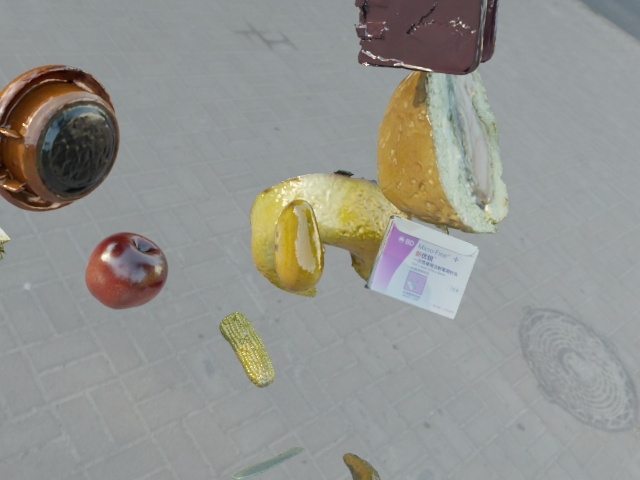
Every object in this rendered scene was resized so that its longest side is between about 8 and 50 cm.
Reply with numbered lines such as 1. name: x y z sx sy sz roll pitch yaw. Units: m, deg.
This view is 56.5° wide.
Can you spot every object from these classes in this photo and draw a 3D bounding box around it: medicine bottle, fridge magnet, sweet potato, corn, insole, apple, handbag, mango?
1. medicine bottle: 0.216 0.057 1.278 0.201 0.171 0.052 21 1 -3
2. fridge magnet: -0.623 -0.234 1.421 0.155 0.363 0.364 24 36 21
3. sweet potato: 0.129 0.713 1.718 0.124 0.098 0.310 54 0 -3
4. corn: -0.222 0.329 1.808 0.101 0.101 0.291 -1 35 -33
5. insole: -0.139 0.616 1.655 0.232 0.080 0.003 -12 92 -35
6. apple: -0.549 0.085 1.689 0.218 0.201 0.218 25 20 -10
7. handbag: 0.143 -0.343 0.830 0.216 0.203 0.074 17 35 35
8. mango: -0.045 0.011 1.153 0.090 0.115 0.177 -10 92 -30

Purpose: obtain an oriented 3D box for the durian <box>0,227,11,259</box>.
1. durian: -0.615 0.005 1.031 0.224 0.140 0.078 1 35 36

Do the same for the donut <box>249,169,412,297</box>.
1. donut: 0.000 0.000 1.490 0.378 0.435 0.163 41 45 -48

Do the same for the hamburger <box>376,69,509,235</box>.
1. hamburger: 0.190 -0.143 1.043 0.162 0.209 0.329 1 71 -32
